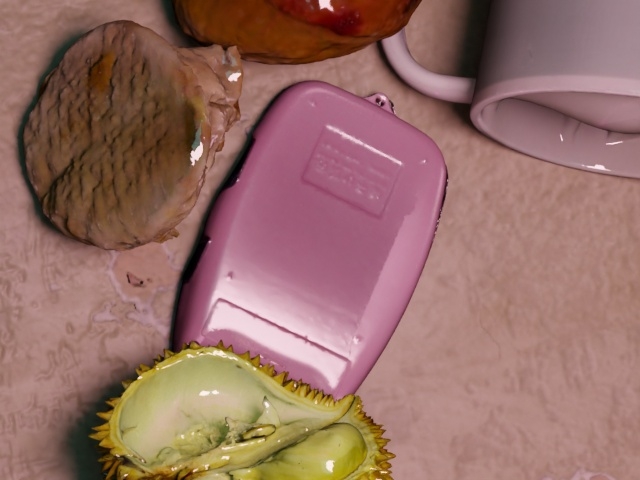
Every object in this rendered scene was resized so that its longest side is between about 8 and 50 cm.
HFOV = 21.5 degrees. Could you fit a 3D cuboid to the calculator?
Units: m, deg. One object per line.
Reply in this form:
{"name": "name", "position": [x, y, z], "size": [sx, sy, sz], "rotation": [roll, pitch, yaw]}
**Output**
{"name": "calculator", "position": [0.000, 0.000, 1.456], "size": [0.194, 0.043, 0.294], "rotation": [26, 76, -10]}

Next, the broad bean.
{"name": "broad bean", "position": [-0.015, -0.227, 1.424], "size": [0.229, 0.122, 0.156], "rotation": [-7, 76, 0]}

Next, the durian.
{"name": "durian", "position": [-0.063, 0.195, 1.337], "size": [0.237, 0.200, 0.176], "rotation": [13, 115, 5]}

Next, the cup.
{"name": "cup", "position": [0.229, -0.222, 1.460], "size": [0.357, 0.259, 0.274], "rotation": [8, 79, 18]}

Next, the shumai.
{"name": "shumai", "position": [-0.143, -0.086, 1.396], "size": [0.120, 0.201, 0.201], "rotation": [10, 78, -55]}
